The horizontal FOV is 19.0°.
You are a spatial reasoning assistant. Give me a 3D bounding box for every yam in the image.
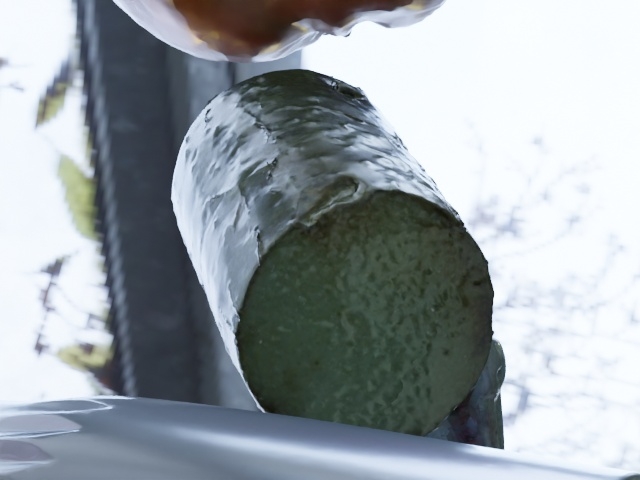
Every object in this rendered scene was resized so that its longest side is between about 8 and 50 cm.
[{"bbox_3d":[0.000,0.000,1.175,0.161,0.268,0.161,-5,-65,-12],"label":"yam"}]

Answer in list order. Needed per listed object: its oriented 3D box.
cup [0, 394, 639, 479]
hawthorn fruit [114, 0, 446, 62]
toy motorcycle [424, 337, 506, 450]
[{"bbox_3d":[-0.031,0.201,0.864,0.253,0.371,0.253,8,-90,-66],"label":"cup"},{"bbox_3d":[-0.030,-0.381,1.617,0.472,0.472,0.472,-7,-79,-37],"label":"hawthorn fruit"},{"bbox_3d":[0.076,0.131,1.686,0.182,0.241,0.319,-19,-66,7],"label":"toy motorcycle"}]
